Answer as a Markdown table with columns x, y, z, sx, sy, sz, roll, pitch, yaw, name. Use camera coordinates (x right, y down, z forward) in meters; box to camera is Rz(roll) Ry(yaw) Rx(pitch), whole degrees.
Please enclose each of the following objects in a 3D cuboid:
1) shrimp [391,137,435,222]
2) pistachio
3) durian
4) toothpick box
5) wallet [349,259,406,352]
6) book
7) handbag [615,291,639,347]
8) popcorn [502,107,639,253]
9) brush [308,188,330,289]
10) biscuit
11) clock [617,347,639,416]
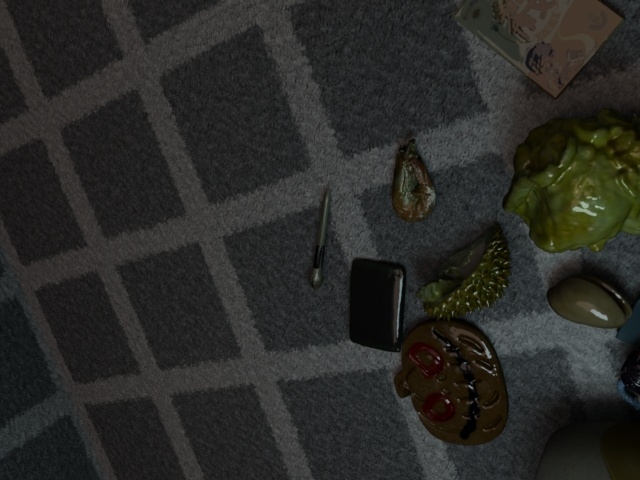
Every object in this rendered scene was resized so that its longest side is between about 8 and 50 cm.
| x | y | z | sx | sy | sz | roll | pitch | yaw | name |
| --- | --- | --- | --- | --- | --- | --- | --- | --- | --- |
| 0.231 | -0.147 | 1.668 | 0.115 | 0.051 | 0.217 | 7 | 111 | 22 | shrimp |
| 0.600 | 0.139 | 1.513 | 0.185 | 0.124 | 0.124 | 29 | 121 | 35 | pistachio |
| 0.341 | 0.104 | 1.643 | 0.306 | 0.172 | 0.166 | -49 | 57 | 42 | durian |
| 0.698 | 0.610 | 1.456 | 0.425 | 0.409 | 0.409 | 7 | 111 | 32 | toothpick box |
| 0.155 | 0.176 | 1.837 | 0.168 | 0.052 | 0.245 | 10 | 107 | 31 | wallet |
| 0.456 | -0.472 | 1.432 | 0.295 | 0.020 | 0.208 | 42 | 124 | 10 | book |
| 0.783 | 0.210 | 1.481 | 0.221 | 0.057 | 0.144 | 25 | 126 | 19 | handbag |
| 0.527 | -0.126 | 1.382 | 0.312 | 0.312 | 0.312 | 11 | 113 | 27 | popcorn |
| 0.000 | 0.000 | 1.864 | 0.042 | 0.039 | 0.299 | 0 | 114 | -15 | brush |
| 0.336 | 0.382 | 1.800 | 0.314 | 0.063 | 0.367 | -9 | 104 | 31 | biscuit |
| 0.756 | 0.333 | 1.489 | 0.195 | 0.100 | 0.194 | 29 | 141 | 19 | clock |
